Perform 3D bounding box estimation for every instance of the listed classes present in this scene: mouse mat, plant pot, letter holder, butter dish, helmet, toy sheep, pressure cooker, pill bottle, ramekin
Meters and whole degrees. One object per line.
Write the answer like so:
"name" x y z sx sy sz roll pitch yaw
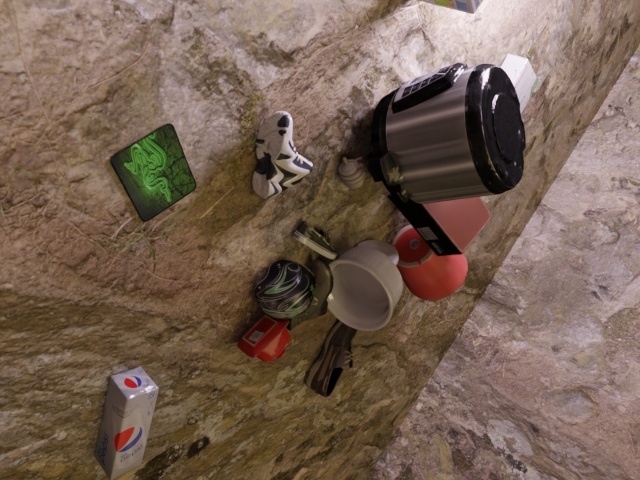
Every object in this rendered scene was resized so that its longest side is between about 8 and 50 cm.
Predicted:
"mouse mat" -0.351 -0.142 1.126 0.152 0.007 0.190 -40 143 -24
"plant pot" 0.416 0.070 2.086 0.275 0.275 0.243 -53 136 -5
"letter holder" 0.432 -0.126 1.871 0.214 0.152 0.302 -46 103 -19
"butter dish" -0.154 0.315 1.613 0.160 0.160 0.118 -44 113 -18
"helmet" -0.106 0.156 1.568 0.162 0.169 0.169 -60 153 -32
"toy sheep" 0.098 -0.205 1.579 0.091 0.091 0.132 -46 132 -15
"pressure cooker" 0.343 -0.289 1.538 0.369 0.420 0.376 21 70 -47
"pill bottle" 0.189 0.154 1.934 0.161 0.161 0.283 -28 138 -37
"ramekin" 0.142 0.154 1.759 0.135 0.277 0.277 -43 148 -45

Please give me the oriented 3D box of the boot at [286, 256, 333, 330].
"boot" -0.047 0.182 1.698 0.161 0.083 0.247 -21 132 -34

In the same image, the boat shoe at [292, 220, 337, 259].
"boat shoe" 0.000 0.000 1.635 0.070 0.077 0.219 -56 146 2

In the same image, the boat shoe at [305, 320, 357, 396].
"boat shoe" 0.077 0.465 2.085 0.132 0.130 0.356 14 107 -56

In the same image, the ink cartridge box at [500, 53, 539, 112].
"ink cartridge box" 0.773 -0.621 2.085 0.212 0.093 0.154 14 106 -57

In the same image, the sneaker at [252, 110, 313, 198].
"sneaker" -0.080 -0.223 1.327 0.153 0.094 0.235 -22 134 -43

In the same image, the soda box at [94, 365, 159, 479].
"soda box" -0.511 0.480 1.372 0.091 0.098 0.286 -8 125 -49

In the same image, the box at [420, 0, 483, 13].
"box" 0.329 -0.684 1.354 0.103 0.203 0.114 -54 145 -4
